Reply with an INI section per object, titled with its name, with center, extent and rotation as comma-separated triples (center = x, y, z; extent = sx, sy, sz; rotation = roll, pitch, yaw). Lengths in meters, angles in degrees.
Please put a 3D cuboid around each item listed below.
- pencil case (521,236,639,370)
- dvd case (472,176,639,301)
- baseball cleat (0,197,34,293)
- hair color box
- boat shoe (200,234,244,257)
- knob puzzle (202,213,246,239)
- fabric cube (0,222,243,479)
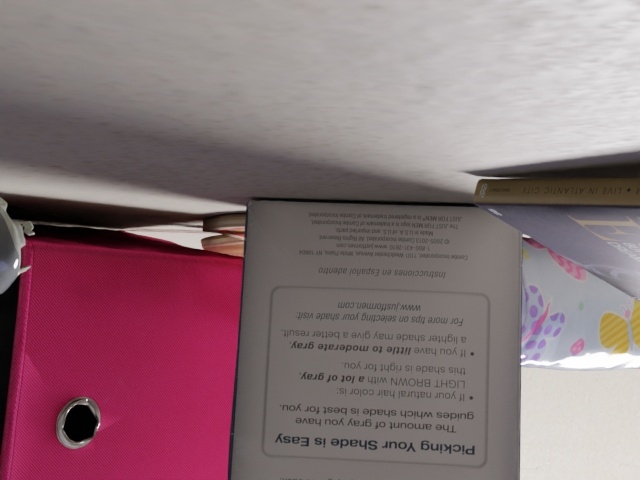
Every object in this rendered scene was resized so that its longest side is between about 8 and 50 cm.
[pencil case]
center = 0.213, 0.051, 0.897
extent = 0.273, 0.113, 0.124
rotation = 4, -164, -39
[dvd case]
center = 0.199, 0.011, 0.468
extent = 0.165, 0.018, 0.221
rotation = 27, 166, -35
[baseball cleat]
center = -0.267, 0.011, 0.674
extent = 0.109, 0.072, 0.206
rotation = -21, -168, -38
[hair color box]
center = 0.034, 0.155, 0.663
extent = 0.174, 0.347, 0.105
rotation = 2, 168, 6
[boat shoe]
center = -0.031, 0.023, 0.996
extent = 0.170, 0.059, 0.063
rotation = 4, 176, -27
[knob puzzle]
center = 0.000, 0.000, 0.838
extent = 0.213, 0.029, 0.213
rotation = 3, 177, 0
[fabric cube]
center = -0.209, 0.119, 0.867
extent = 0.259, 0.254, 0.258
rotation = 9, -179, 44
